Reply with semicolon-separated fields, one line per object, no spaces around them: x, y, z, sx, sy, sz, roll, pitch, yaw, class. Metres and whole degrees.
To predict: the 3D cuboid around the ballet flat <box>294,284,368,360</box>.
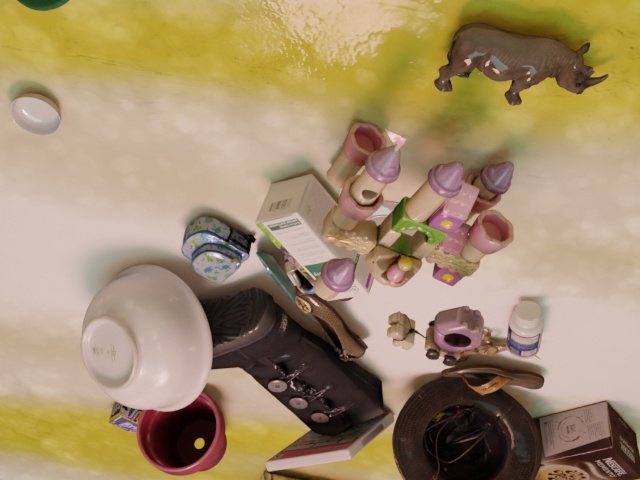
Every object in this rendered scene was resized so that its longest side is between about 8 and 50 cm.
0.015;0.170;1.794;0.084;0.058;0.250;34;169;47;ballet flat

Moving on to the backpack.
-0.196;0.016;1.647;0.114;0.084;0.105;33;131;-23;backpack

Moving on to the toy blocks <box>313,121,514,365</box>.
0.164;-0.029;1.364;0.288;0.309;0.260;21;144;-16;toy blocks

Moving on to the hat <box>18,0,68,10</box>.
-0.319;-0.394;1.236;0.173;0.183;0.209;-33;84;29;hat

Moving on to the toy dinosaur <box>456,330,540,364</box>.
0.349;0.217;1.836;0.183;0.053;0.092;-10;153;30;toy dinosaur

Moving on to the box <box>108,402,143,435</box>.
-0.432;0.450;2.212;0.168;0.054;0.059;33;133;-26;box

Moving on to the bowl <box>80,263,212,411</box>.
-0.361;0.200;1.722;0.297;0.298;0.134;-25;174;32;bowl

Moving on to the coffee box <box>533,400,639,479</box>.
0.556;0.488;2.051;0.297;0.119;0.168;-23;130;31;coffee box

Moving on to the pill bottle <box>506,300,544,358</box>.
0.399;0.172;1.749;0.067;0.067;0.120;1;139;7;pill bottle

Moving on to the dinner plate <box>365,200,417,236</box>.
0.115;-0.018;1.612;0.141;0.017;0.141;3;139;3;dinner plate

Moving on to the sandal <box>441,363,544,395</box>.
0.364;0.300;1.893;0.219;0.060;0.090;11;161;-10;sandal

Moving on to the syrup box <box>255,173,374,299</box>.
0.000;0.000;1.576;0.093;0.096;0.237;-11;135;35;syrup box

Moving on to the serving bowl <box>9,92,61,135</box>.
-0.463;-0.211;1.467;0.083;0.027;0.083;4;139;3;serving bowl

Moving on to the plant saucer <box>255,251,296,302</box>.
-0.078;0.064;1.683;0.021;0.119;0.119;-36;134;-8;plant saucer

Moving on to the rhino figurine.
0.291;-0.248;1.273;0.243;0.073;0.106;8;143;-3;rhino figurine

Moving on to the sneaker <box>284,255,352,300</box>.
-0.004;0.078;1.689;0.069;0.084;0.185;-27;129;33;sneaker

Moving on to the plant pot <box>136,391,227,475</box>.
-0.307;0.463;2.118;0.201;0.202;0.180;-3;154;12;plant pot

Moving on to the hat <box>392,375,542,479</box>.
0.312;0.450;1.992;0.331;0.332;0.134;10;177;-3;hat

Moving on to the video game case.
0.027;0.449;2.014;0.204;0.025;0.285;-15;179;24;video game case

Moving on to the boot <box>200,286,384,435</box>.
-0.121;0.283;1.922;0.366;0.146;0.445;-14;143;33;boot

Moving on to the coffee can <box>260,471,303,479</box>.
-0.036;0.740;2.374;0.275;0.202;0.202;14;139;-7;coffee can
